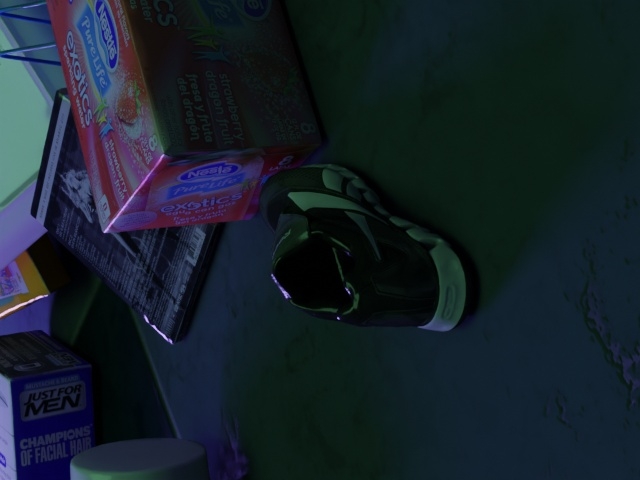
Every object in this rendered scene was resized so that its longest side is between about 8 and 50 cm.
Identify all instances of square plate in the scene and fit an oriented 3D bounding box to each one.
[{"bbox_3d":[-0.396,-0.149,1.324,0.344,0.049,0.347,-35,85,29],"label":"square plate"}]

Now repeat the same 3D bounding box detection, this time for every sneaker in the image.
[{"bbox_3d":[0.000,0.000,0.873,0.234,0.106,0.078,35,124,51],"label":"sneaker"}]

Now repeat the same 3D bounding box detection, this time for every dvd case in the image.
[{"bbox_3d":[-0.195,-0.023,1.197,0.221,0.018,0.164,39,131,20],"label":"dvd case"}]

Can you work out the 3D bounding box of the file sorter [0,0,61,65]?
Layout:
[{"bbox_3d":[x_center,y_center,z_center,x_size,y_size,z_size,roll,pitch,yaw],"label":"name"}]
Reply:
[{"bbox_3d":[-0.242,-0.256,1.172,0.104,0.118,0.170,-1,91,33],"label":"file sorter"}]

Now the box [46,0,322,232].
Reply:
[{"bbox_3d":[-0.126,-0.175,1.013,0.154,0.142,0.300,-43,59,54],"label":"box"}]

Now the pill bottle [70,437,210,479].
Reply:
[{"bbox_3d":[-0.157,0.343,1.130,0.169,0.169,0.302,4,99,58],"label":"pill bottle"}]

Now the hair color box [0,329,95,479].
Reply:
[{"bbox_3d":[-0.347,0.296,1.489,0.185,0.110,0.339,18,113,57],"label":"hair color box"}]

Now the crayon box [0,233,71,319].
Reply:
[{"bbox_3d":[-0.439,0.006,1.501,0.323,0.083,0.203,-22,97,41],"label":"crayon box"}]
